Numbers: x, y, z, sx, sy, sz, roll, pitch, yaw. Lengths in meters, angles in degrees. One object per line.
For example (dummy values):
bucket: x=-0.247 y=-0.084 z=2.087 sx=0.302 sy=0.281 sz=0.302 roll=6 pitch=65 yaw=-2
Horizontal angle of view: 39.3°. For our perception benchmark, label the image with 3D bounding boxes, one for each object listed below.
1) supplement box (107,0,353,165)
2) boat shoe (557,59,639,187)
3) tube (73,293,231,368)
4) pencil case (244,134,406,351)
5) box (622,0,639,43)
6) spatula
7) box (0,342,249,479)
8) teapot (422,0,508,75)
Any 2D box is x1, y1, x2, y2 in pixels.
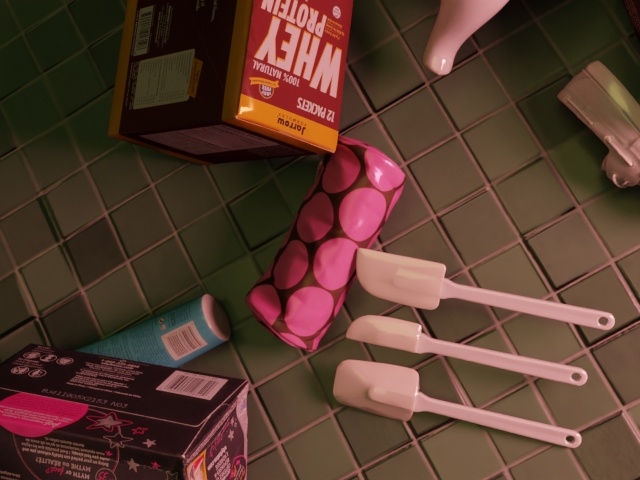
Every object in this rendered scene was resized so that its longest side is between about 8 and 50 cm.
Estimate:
supplement box: x=-0.087 y=-0.185 z=0.875 sx=0.194 sy=0.129 sz=0.191 roll=0 pitch=81 yaw=43
boat shoe: x=0.291 y=-0.084 z=0.841 sx=0.063 sy=0.066 sz=0.184 roll=-39 pitch=77 yaw=20
tube: x=-0.194 y=0.122 z=0.938 sx=0.207 sy=0.052 sz=0.080 roll=-26 pitch=74 yaw=15
pencil case: x=0.000 y=0.000 z=0.884 sx=0.098 sy=0.095 sz=0.209 roll=29 pitch=91 yaw=17
box: x=0.481 y=-0.228 z=0.776 sx=0.382 sy=0.143 sz=0.191 roll=-17 pitch=78 yaw=9
spatula: x=0.139 y=0.109 z=0.848 sx=0.242 sy=0.019 sz=0.168 roll=12 pitch=103 yaw=9
box: x=-0.209 y=0.206 z=0.853 sx=0.248 sy=0.163 sz=0.142 roll=8 pitch=108 yaw=14
teapot: x=0.154 y=-0.338 z=0.857 sx=0.256 sy=0.187 sz=0.252 roll=-37 pitch=94 yaw=-20
